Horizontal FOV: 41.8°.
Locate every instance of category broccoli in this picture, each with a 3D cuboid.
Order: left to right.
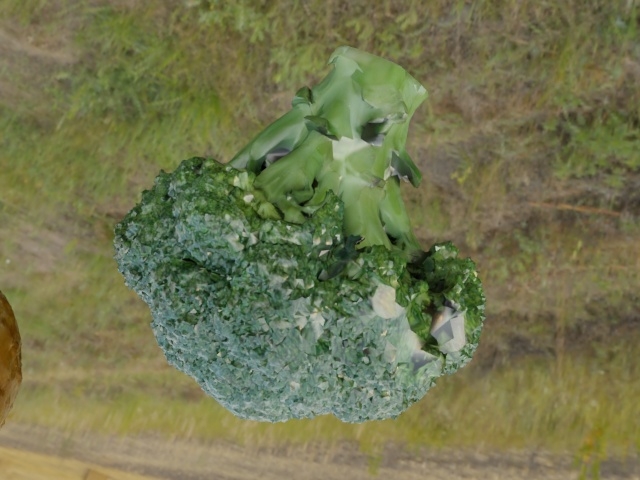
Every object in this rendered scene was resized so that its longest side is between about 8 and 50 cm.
[{"bbox_3d":[0.000,0.000,0.597,0.270,0.270,0.270,21,173,3],"label":"broccoli"}]

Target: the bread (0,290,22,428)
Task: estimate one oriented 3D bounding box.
[{"bbox_3d":[-0.285,0.000,0.402,0.344,0.124,0.084,27,-156,15],"label":"bread"}]
